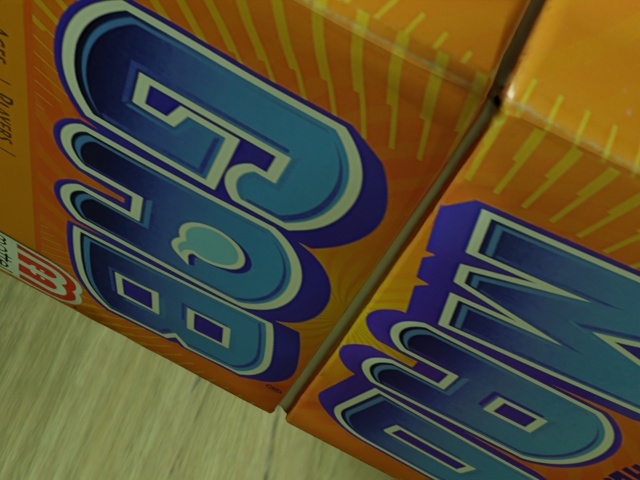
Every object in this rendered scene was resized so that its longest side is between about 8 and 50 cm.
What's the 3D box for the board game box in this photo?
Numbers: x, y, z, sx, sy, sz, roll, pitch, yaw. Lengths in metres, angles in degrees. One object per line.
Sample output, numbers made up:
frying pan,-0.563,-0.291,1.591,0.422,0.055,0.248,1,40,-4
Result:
board game box,0.085,-0.119,0.545,0.356,0.356,0.356,-62,0,-22
